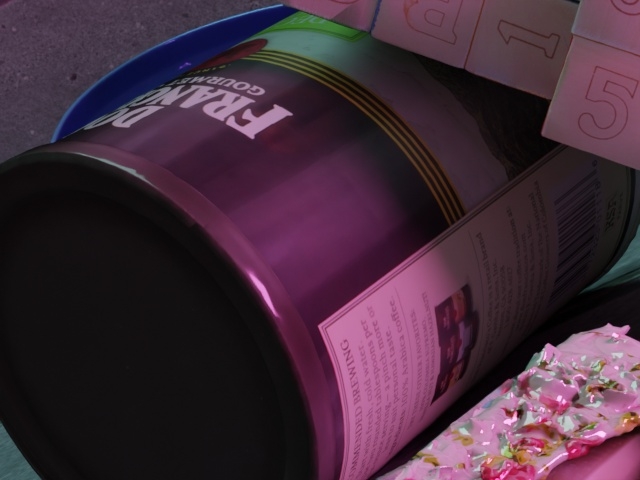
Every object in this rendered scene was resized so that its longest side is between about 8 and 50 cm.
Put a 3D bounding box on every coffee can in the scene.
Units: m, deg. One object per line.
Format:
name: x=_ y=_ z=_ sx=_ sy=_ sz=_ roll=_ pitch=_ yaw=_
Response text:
coffee can: x=0.000 y=0.000 z=0.797 sx=0.201 sy=0.201 sz=0.275 roll=-19 pitch=11 yaw=46

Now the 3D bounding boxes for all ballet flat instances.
ballet flat: x=0.046 y=0.099 z=0.482 sx=0.077 sy=0.091 sz=0.241 roll=14 pitch=40 yaw=40

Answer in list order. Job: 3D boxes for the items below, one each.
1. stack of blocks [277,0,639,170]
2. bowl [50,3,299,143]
stack of blocks: x=0.140 y=-0.098 z=0.696 sx=0.297 sy=0.087 sz=0.171 roll=22 pitch=27 yaw=12
bowl: x=-0.040 y=-0.099 z=1.504 sx=0.391 sy=0.077 sz=0.391 roll=-11 pitch=29 yaw=6
